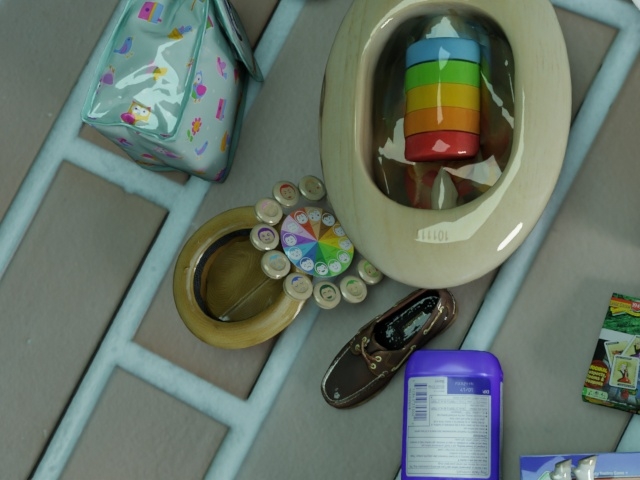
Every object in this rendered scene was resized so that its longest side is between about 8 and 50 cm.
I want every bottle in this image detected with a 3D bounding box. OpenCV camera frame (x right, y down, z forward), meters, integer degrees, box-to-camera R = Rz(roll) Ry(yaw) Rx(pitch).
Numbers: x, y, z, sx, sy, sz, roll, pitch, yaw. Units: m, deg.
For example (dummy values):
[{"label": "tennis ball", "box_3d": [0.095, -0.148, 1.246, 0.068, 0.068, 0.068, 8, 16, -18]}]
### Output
[{"label": "bottle", "box_3d": [0.154, 0.270, 1.453, 0.118, 0.092, 0.282, -2, 77, 15]}]

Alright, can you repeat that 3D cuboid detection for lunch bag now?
[{"label": "lunch bag", "box_3d": [-0.175, -0.230, 1.610, 0.160, 0.223, 0.262, 14, 80, 14]}]

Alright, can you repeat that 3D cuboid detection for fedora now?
[{"label": "fedora", "box_3d": [-0.091, 0.051, 1.592, 0.194, 0.079, 0.194, -4, 77, 18]}]

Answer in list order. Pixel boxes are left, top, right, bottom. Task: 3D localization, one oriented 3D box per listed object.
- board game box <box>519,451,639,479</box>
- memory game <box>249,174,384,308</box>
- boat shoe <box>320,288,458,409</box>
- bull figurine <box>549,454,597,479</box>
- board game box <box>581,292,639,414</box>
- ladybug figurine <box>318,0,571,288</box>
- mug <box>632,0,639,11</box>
[{"label": "board game box", "box_3d": [0.387, 0.342, 1.387, 0.317, 0.046, 0.213, -5, 76, 17]}, {"label": "memory game", "box_3d": [0.000, 0.000, 1.548, 0.186, 0.012, 0.186, 11, 59, -19]}, {"label": "boat shoe", "box_3d": [0.077, 0.127, 1.525, 0.207, 0.073, 0.073, -44, 69, 5]}, {"label": "bull figurine", "box_3d": [0.261, 0.340, 1.330, 0.310, 0.101, 0.188, -24, 83, 8]}, {"label": "board game box", "box_3d": [0.439, 0.149, 1.403, 0.260, 0.030, 0.136, 12, 65, 24]}, {"label": "ladybug figurine", "box_3d": [0.157, -0.155, 1.518, 0.305, 0.162, 0.449, 3, 78, 19]}, {"label": "mug", "box_3d": [0.517, -0.381, 1.424, 0.328, 0.276, 0.374, -47, 38, -5]}]
